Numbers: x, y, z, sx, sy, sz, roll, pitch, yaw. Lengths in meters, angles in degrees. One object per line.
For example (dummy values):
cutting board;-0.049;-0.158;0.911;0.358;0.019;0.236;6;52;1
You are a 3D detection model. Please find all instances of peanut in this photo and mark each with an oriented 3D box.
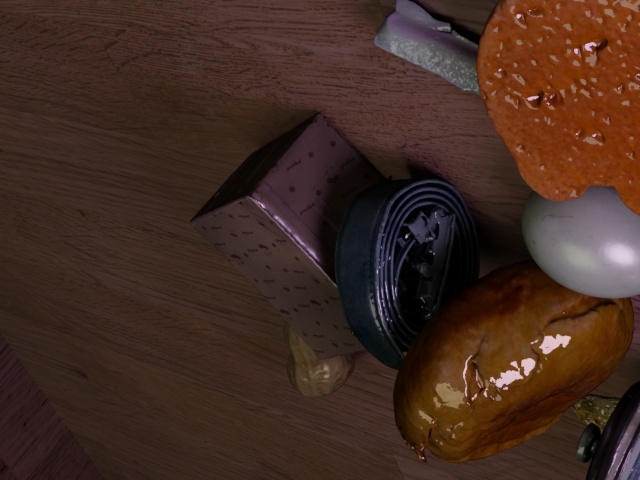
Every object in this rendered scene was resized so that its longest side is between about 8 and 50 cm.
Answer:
peanut;0.000;0.178;2.543;0.123;0.123;0.257;28;147;21

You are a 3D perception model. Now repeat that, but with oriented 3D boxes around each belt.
belt;0.122;0.045;2.044;0.206;0.268;0.116;7;175;-41

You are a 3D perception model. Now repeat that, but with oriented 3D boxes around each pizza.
pizza;0.423;0.260;2.236;0.123;0.026;0.108;38;150;5

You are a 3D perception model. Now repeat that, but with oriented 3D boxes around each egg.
egg;0.337;-0.007;1.809;0.192;0.149;0.149;30;151;16

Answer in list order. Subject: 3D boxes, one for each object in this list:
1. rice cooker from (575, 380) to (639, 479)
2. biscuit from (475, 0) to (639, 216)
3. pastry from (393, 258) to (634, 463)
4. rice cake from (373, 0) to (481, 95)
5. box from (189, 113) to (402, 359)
rice cooker;0.487;0.325;2.005;0.316;0.264;0.317;23;140;22
biscuit;0.379;-0.154;1.585;0.455;0.078;0.350;17;142;26
pastry;0.257;0.161;1.967;0.164;0.356;0.356;58;162;29
rice cake;0.198;-0.212;1.795;0.290;0.051;0.081;27;116;22
box;0.000;0.000;2.197;0.297;0.190;0.225;47;152;-11
